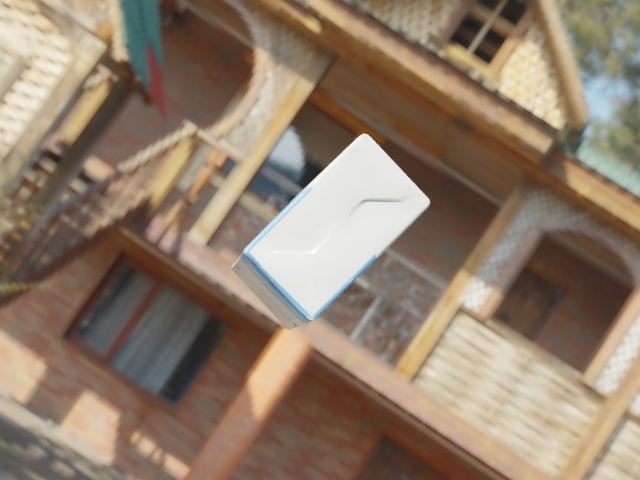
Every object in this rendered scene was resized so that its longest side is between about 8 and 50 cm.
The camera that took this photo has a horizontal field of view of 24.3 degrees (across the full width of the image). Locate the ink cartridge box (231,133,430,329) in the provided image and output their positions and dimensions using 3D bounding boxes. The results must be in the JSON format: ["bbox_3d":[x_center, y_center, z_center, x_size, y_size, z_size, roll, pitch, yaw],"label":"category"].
[{"bbox_3d":[0.000,0.000,0.443,0.028,0.048,0.083,46,-9,-1],"label":"ink cartridge box"}]
